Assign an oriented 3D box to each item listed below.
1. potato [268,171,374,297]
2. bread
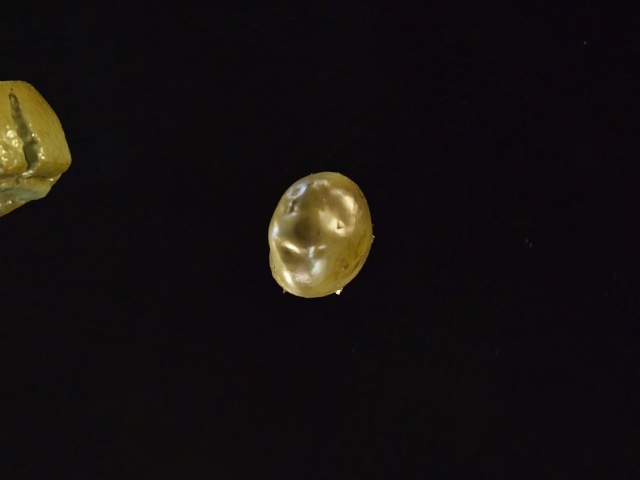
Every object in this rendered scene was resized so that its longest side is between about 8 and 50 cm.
[{"bbox_3d":[0.000,0.000,0.790,0.070,0.138,0.091,40,-102,10],"label":"potato"},{"bbox_3d":[-0.366,-0.078,1.012,0.186,0.257,0.124,-35,-105,53],"label":"bread"}]
